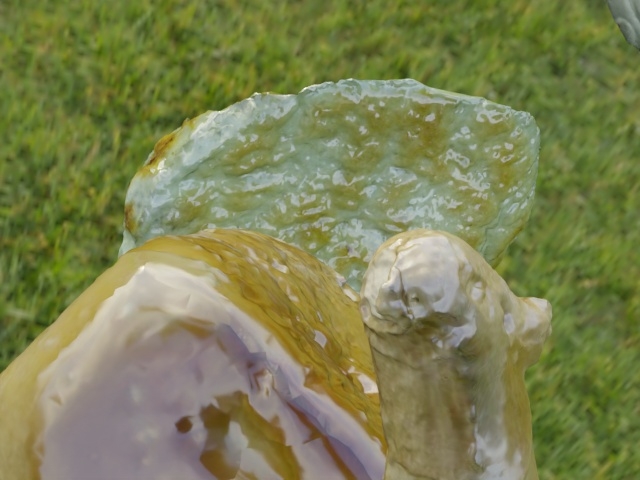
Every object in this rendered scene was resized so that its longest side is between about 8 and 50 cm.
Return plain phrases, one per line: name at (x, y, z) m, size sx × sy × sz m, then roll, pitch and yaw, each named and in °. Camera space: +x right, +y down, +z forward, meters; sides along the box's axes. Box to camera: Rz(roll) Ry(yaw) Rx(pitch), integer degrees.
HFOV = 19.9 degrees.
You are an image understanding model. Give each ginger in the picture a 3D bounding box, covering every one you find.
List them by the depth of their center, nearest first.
ginger at (0.036, 0.054, 0.487) m, size 0.057 × 0.137 × 0.044 m, roll -5°, pitch 31°, yaw -1°

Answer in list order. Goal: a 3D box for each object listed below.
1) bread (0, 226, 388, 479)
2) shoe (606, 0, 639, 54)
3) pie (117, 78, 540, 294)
bread at (-0.032, 0.107, 0.727) m, size 0.195 × 0.246 × 0.176 m, roll 44°, pitch 100°, yaw 5°
shoe at (0.311, -0.080, 0.882) m, size 0.342 × 0.210 × 0.132 m, roll 34°, pitch 73°, yaw -22°
pie at (0.003, -0.007, 1.142) m, size 0.274 × 0.257 × 0.105 m, roll -13°, pitch 50°, yaw -12°
